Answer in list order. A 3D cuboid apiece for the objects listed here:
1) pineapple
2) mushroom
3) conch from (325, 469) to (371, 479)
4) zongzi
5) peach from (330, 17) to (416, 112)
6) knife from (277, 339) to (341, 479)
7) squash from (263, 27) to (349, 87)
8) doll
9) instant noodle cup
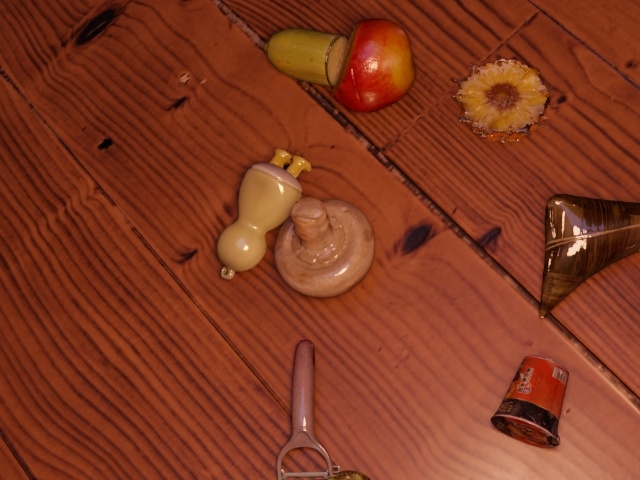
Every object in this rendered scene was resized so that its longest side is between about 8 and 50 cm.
[{"bbox_3d":[0.378,-0.295,1.935,0.221,0.047,0.221,-4,66,8],"label":"pineapple"},{"bbox_3d":[0.015,0.007,1.820,0.206,0.209,0.206,6,65,-14],"label":"mushroom"},{"bbox_3d":[0.014,0.482,1.646,0.187,0.181,0.124,-2,69,-13],"label":"conch"},{"bbox_3d":[0.545,0.039,1.753,0.248,0.111,0.241,5,89,7],"label":"zongzi"},{"bbox_3d":[0.103,-0.369,1.942,0.192,0.190,0.190,-19,67,-2],"label":"peach"},{"bbox_3d":[-0.023,0.322,1.782,0.123,0.053,0.278,-2,70,5],"label":"knife"},{"bbox_3d":[-0.037,-0.406,2.024,0.187,0.123,0.123,13,73,20],"label":"squash"},{"bbox_3d":[-0.127,-0.051,1.918,0.141,0.117,0.296,27,91,27],"label":"doll"},{"bbox_3d":[0.389,0.288,1.675,0.127,0.127,0.135,18,66,18],"label":"instant noodle cup"}]
